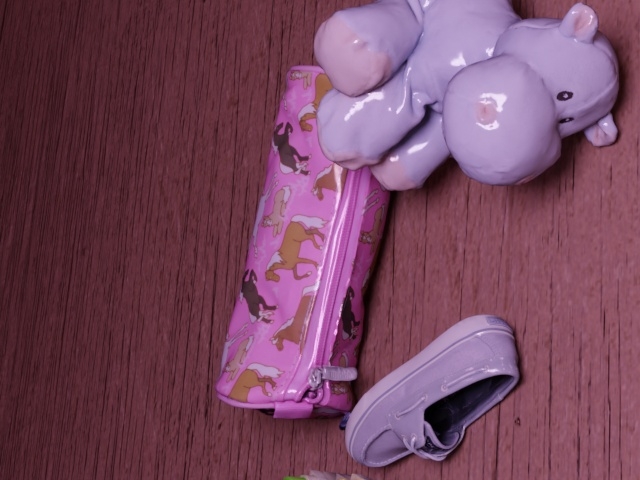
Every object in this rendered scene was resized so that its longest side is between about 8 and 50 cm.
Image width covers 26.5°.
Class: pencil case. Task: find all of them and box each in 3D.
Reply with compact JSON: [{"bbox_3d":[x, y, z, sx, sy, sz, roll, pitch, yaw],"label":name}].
[{"bbox_3d":[0.000,0.000,1.446,0.167,0.160,0.386,10,85,28],"label":"pencil case"}]

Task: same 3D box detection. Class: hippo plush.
[{"bbox_3d":[0.164,-0.136,1.260,0.294,0.234,0.236,-40,49,-21],"label":"hippo plush"}]

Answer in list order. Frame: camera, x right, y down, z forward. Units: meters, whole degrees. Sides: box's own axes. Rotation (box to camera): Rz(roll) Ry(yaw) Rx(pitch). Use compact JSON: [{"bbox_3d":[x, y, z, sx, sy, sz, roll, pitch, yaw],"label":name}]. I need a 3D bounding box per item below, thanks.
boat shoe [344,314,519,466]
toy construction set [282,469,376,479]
[{"bbox_3d":[0.104,0.163,1.295,0.227,0.079,0.081,-47,38,32],"label":"boat shoe"},{"bbox_3d":[-0.007,0.364,1.333,0.327,0.151,0.215,-61,30,2],"label":"toy construction set"}]
